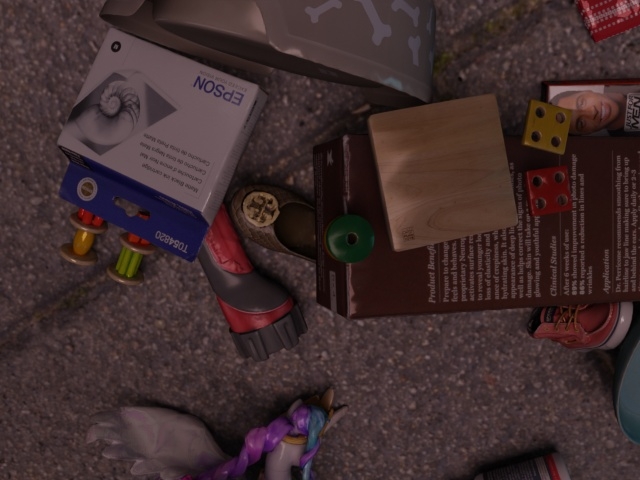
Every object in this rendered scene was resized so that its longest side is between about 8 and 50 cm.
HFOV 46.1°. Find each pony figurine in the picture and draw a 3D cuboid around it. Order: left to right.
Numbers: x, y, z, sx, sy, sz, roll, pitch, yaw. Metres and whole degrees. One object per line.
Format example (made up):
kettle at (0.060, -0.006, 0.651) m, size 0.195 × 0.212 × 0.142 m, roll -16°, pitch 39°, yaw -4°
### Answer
pony figurine at (-0.138, 0.377, 1.061) m, size 0.351 × 0.303 × 0.363 m, roll 2°, pitch 110°, yaw -31°

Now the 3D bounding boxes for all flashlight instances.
flashlight at (-0.117, 0.007, 0.988) m, size 0.103 × 0.103 × 0.304 m, roll -29°, pitch 107°, yaw -28°

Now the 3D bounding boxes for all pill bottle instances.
pill bottle at (0.279, 0.384, 1.094) m, size 0.180 × 0.108 × 0.107 m, roll -19°, pitch 108°, yaw 11°

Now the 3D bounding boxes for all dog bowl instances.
dog bowl at (-0.041, -0.228, 0.776) m, size 0.349 × 0.349 × 0.102 m, roll 15°, pitch 98°, yaw -2°

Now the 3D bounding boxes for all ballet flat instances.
ballet flat at (0.000, 0.000, 0.966) m, size 0.250 × 0.058 × 0.084 m, roll 30°, pitch 77°, yaw -19°

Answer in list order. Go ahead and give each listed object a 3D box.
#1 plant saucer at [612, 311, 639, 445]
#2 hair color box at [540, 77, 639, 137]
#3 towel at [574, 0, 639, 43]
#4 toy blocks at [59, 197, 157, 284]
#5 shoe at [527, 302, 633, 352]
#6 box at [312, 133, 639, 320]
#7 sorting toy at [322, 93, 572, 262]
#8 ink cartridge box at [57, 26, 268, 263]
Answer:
plant saucer at (0.488, 0.126, 0.955) m, size 0.318 × 0.043 × 0.317 m, roll -14°, pitch 124°, yaw -22°
hair color box at (0.345, -0.160, 0.922) m, size 0.141 × 0.043 × 0.071 m, roll -1°, pitch 110°, yaw 5°
towel at (0.344, -0.380, 0.821) m, size 0.199 × 0.031 × 0.274 m, roll -20°, pitch 109°, yaw 29°
toy blocks at (-0.271, -0.028, 1.006) m, size 0.123 × 0.054 × 0.148 m, roll 23°, pitch 110°, yaw -4°
shoe at (0.327, 0.104, 0.964) m, size 0.081 × 0.178 × 0.063 m, roll 15°, pitch 74°, yaw 2°
box at (0.190, -0.020, 0.856) m, size 0.382 × 0.143 × 0.191 m, roll -1°, pitch 93°, yaw -16°
sorting toy at (0.124, -0.068, 0.743) m, size 0.275 × 0.046 × 0.132 m, roll -12°, pitch 94°, yaw -13°
ink cartridge box at (-0.203, -0.116, 0.900) m, size 0.223 × 0.045 × 0.223 m, roll 24°, pitch 92°, yaw 18°
